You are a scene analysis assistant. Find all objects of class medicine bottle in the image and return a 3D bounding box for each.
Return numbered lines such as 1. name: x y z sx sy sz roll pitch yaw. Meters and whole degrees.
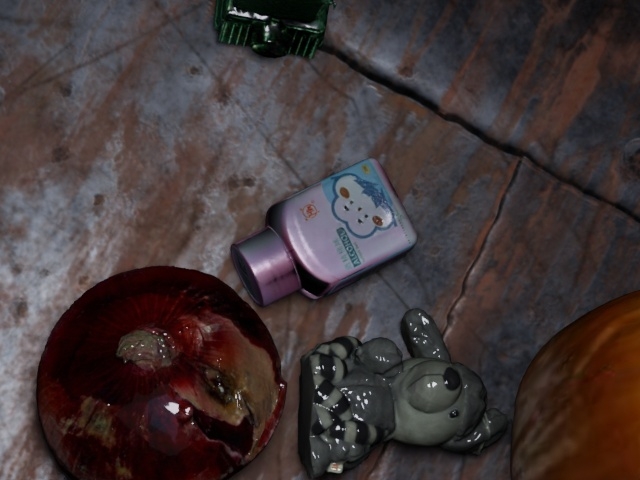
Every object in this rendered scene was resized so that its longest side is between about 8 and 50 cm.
1. medicine bottle: 0.000 0.000 1.858 0.188 0.094 0.119 -27 86 -14

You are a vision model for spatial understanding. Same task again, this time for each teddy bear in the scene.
1. teddy bear: 0.084 0.157 1.825 0.251 0.144 0.171 -12 68 -15

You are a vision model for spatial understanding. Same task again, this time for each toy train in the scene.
1. toy train: -0.031 -0.374 1.878 0.138 0.178 0.330 9 80 -8

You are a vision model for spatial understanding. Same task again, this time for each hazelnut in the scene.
1. hazelnut: 0.380 0.219 1.795 0.372 0.315 0.372 -6 72 18

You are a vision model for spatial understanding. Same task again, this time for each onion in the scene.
1. onion: -0.166 0.144 1.754 0.272 0.195 0.272 2 71 -6
